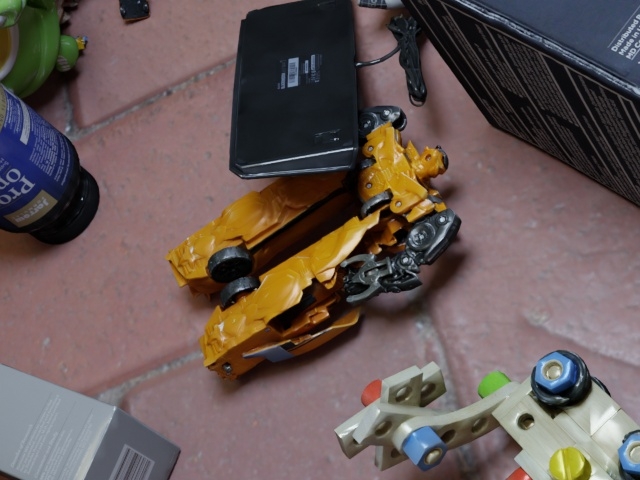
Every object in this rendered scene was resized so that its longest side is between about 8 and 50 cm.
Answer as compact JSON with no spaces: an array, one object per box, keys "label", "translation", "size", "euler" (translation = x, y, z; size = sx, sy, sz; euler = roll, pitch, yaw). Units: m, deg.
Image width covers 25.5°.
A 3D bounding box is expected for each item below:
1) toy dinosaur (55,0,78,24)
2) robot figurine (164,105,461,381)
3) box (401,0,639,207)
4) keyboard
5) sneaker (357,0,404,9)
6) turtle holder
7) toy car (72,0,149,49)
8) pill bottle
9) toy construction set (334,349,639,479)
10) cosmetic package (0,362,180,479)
[{"label":"toy dinosaur","translation":[-0.287,-0.369,1.671],"size":[0.200,0.127,0.296],"euler":[-30,28,54]},{"label":"robot figurine","translation":[0.000,0.000,1.343],"size":[0.291,0.085,0.211],"euler":[-31,55,11]},{"label":"box","translation":[0.245,-0.172,1.170],"size":[0.294,0.296,0.183],"euler":[34,85,36]},{"label":"keyboard","translation":[0.015,-0.159,1.376],"size":[0.201,0.033,0.317],"euler":[-9,36,7]},{"label":"sneaker","translation":[0.064,-0.349,1.431],"size":[0.094,0.090,0.235],"euler":[-10,78,1]},{"label":"turtle holder","translation":[-0.401,-0.227,1.529],"size":[0.320,0.243,0.227],"euler":[22,42,32]},{"label":"toy car","translation":[-0.251,-0.270,1.633],"size":[0.122,0.060,0.040],"euler":[-25,25,7]},{"label":"pill bottle","translation":[-0.328,-0.082,1.473],"size":[0.122,0.219,0.123],"euler":[-12,60,23]},{"label":"toy construction set","translation":[0.173,0.210,1.117],"size":[0.215,0.151,0.328],"euler":[-44,65,1]},{"label":"cosmetic package","translation":[-0.270,0.190,1.363],"size":[0.238,0.127,0.107],"euler":[11,70,33]}]
